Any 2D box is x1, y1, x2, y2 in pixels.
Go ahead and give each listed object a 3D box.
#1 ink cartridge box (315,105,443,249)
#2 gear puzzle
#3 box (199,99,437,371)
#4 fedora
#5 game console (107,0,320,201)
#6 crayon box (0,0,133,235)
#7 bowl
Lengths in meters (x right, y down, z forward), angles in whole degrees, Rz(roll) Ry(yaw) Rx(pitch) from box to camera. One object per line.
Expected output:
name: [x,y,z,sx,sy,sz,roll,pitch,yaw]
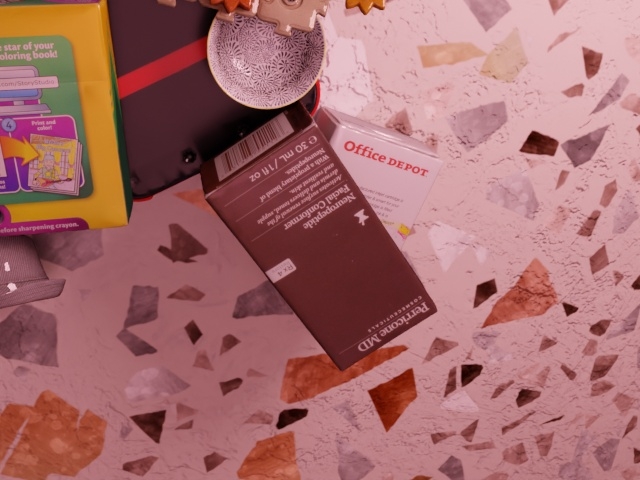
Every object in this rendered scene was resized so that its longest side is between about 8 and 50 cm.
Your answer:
ink cartridge box: [0.051,-0.063,1.257,0.201,0.117,0.278,15,111,-22]
gear puzzle: [-0.062,-0.368,0.978,0.339,0.044,0.175,13,83,-6]
box: [0.000,0.000,1.130,0.191,0.143,0.381,-34,119,5]
fedora: [-0.536,0.057,1.108,0.276,0.244,0.124,-14,90,-7]
game console: [-0.217,-0.266,1.114,0.387,0.060,0.342,-27,115,-3]
crayon box: [-0.463,-0.166,1.012,0.363,0.106,0.313,-4,114,-8]
bowl: [-0.083,-0.282,1.065,0.170,0.080,0.170,-5,113,-12]
